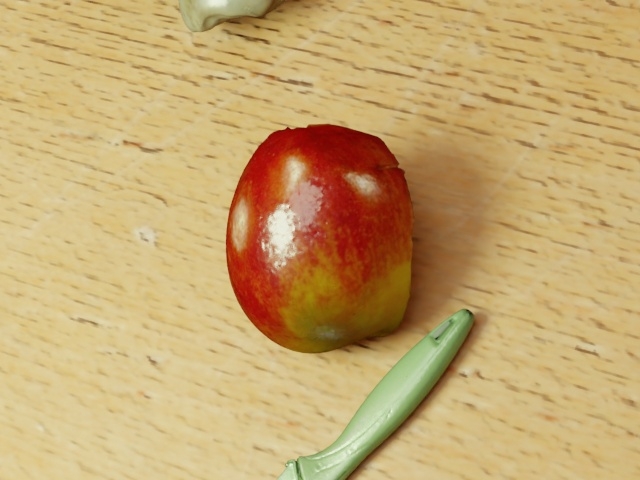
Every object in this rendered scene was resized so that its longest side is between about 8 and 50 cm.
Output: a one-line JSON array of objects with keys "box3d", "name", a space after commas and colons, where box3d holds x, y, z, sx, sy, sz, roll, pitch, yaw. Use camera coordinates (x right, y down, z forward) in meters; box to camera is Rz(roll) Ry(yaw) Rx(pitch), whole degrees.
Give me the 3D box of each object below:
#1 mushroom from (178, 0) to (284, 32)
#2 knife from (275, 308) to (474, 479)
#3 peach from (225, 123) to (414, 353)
[{"box3d": [-0.088, -0.270, 1.144, 0.243, 0.243, 0.244, -8, 65, 19], "name": "mushroom"}, {"box3d": [-0.002, 0.153, 1.015, 0.043, 0.020, 0.293, 40, 88, 28], "name": "knife"}, {"box3d": [-0.001, 0.002, 1.022, 0.151, 0.118, 0.151, -10, 66, 23], "name": "peach"}]
